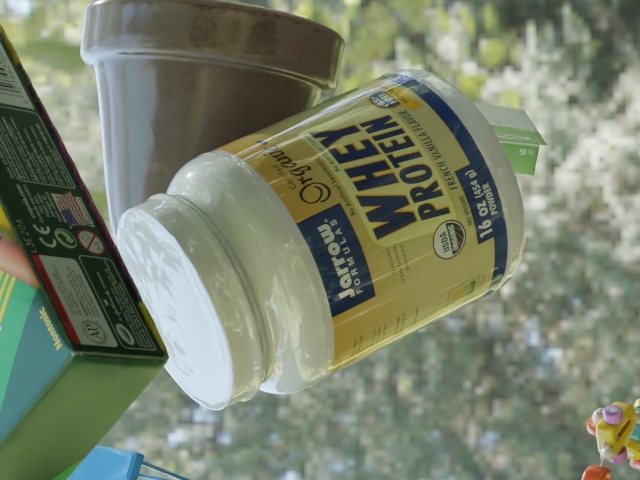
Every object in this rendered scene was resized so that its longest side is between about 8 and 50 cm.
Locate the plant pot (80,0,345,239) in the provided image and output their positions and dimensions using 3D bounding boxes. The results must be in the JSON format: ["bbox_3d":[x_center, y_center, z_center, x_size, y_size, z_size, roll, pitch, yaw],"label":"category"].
[{"bbox_3d":[-0.115,-0.104,1.899,0.263,0.263,0.229,18,-103,-64],"label":"plant pot"}]

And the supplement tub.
[{"bbox_3d":[0.000,0.000,1.737,0.316,0.228,0.228,-26,-62,-25],"label":"supplement tub"}]

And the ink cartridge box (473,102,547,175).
[{"bbox_3d":[0.239,-0.134,2.659,0.209,0.109,0.062,-101,19,-73],"label":"ink cartridge box"}]

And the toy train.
[{"bbox_3d":[0.278,0.212,1.851,0.166,0.046,0.125,-7,-76,-58],"label":"toy train"}]

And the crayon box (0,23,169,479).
[{"bbox_3d":[-0.308,0.048,1.529,0.106,0.313,0.363,7,-136,-47],"label":"crayon box"}]

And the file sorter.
[{"bbox_3d":[-0.206,0.298,1.896,0.104,0.118,0.170,29,-109,-40],"label":"file sorter"}]
